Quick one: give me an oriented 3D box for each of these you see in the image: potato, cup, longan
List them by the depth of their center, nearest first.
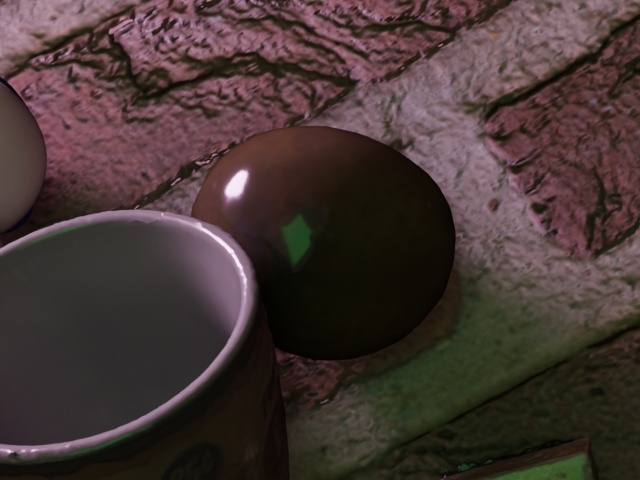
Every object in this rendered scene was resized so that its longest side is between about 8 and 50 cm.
[{"bbox_3d":[-0.141,0.123,1.034,0.227,0.257,0.301,-20,39,-9],"label":"cup"},{"bbox_3d":[0.000,0.000,1.066,0.189,0.189,0.189,-1,82,5],"label":"longan"},{"bbox_3d":[0.143,0.193,1.079,0.122,0.061,0.086,-14,83,4],"label":"potato"}]

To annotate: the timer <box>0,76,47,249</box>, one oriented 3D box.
[{"bbox_3d":[-0.333,0.039,1.075,0.270,0.270,0.383,30,70,8],"label":"timer"}]
